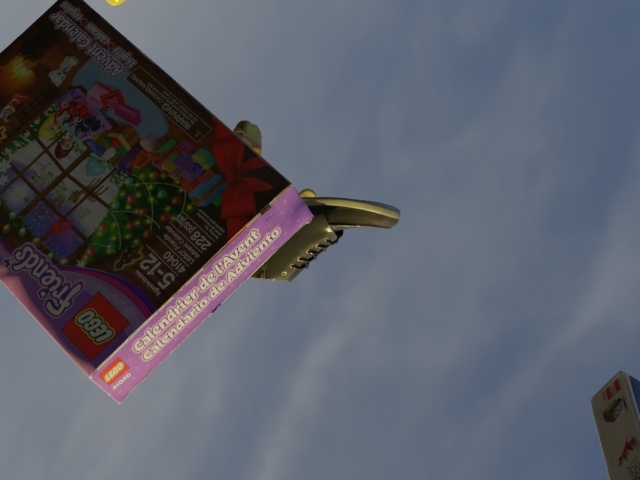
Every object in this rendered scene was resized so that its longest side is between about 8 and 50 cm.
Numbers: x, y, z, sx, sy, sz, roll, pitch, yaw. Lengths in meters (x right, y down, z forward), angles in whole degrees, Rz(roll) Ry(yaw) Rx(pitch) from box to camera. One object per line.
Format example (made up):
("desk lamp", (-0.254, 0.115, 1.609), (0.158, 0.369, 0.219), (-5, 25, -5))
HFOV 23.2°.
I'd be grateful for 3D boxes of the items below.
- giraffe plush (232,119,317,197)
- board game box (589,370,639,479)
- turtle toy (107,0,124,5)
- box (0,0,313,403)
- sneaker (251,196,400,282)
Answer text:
("giraffe plush", (-0.102, -0.064, 2.474), (0.181, 0.170, 0.210), (-54, -170, 35))
("board game box", (0.352, 0.265, 1.401), (0.053, 0.193, 0.305), (-49, -160, 25))
("turtle toy", (-0.163, -0.262, 1.309), (0.130, 0.095, 0.066), (-46, -155, -6))
("box", (-0.173, -0.042, 1.190), (0.201, 0.057, 0.293), (-45, -122, -6))
("sneaker", (0.000, 0.000, 2.120), (0.222, 0.083, 0.118), (2, -90, 17))
